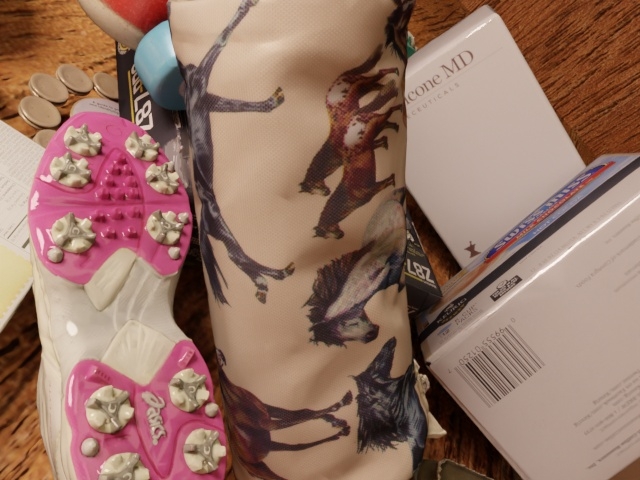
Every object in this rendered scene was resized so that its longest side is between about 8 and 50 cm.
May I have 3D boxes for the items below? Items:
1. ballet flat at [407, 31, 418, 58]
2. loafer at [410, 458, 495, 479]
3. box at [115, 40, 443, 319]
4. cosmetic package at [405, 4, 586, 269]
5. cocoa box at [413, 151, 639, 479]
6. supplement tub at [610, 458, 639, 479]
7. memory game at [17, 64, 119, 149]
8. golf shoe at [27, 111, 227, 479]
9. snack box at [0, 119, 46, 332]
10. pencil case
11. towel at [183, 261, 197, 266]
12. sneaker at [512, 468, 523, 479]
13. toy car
[{"bbox_3d":[0.051,-0.372,1.018,0.147,0.147,0.409,61,19,16],"label":"ballet flat"},{"bbox_3d":[0.200,0.300,0.633,0.251,0.087,0.094,34,37,-23],"label":"loafer"},{"bbox_3d":[-0.040,-0.086,0.692,0.395,0.097,0.318,23,37,-43],"label":"box"},{"bbox_3d":[0.276,-0.093,0.894,0.453,0.230,0.161,52,23,-15],"label":"cosmetic package"},{"bbox_3d":[0.315,0.088,0.697,0.231,0.347,0.228,48,9,-3],"label":"cocoa box"},{"bbox_3d":[0.461,0.329,0.800,0.272,0.191,0.191,8,51,-55],"label":"supplement tub"},{"bbox_3d":[-0.205,-0.102,0.584,0.186,0.012,0.186,32,36,-27],"label":"memory game"},{"bbox_3d":[-0.157,0.052,0.410,0.115,0.140,0.306,9,57,-37],"label":"golf shoe"},{"bbox_3d":[-0.292,0.019,0.363,0.187,0.060,0.322,36,36,-20],"label":"snack box"},{"bbox_3d":[0.000,0.000,0.448,0.184,0.410,0.160,-15,23,-26],"label":"pencil case"},{"bbox_3d":[-0.155,-0.075,0.654,0.102,0.021,0.237,3,55,-52],"label":"towel"},{"bbox_3d":[0.313,0.306,0.788,0.158,0.061,0.064,-11,73,-52],"label":"sneaker"},{"bbox_3d":[-0.077,-0.268,0.505,0.210,0.238,0.219,-10,63,-54],"label":"toy car"}]
